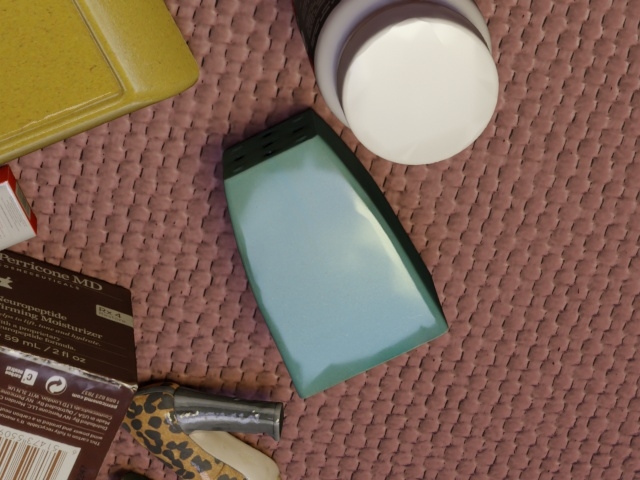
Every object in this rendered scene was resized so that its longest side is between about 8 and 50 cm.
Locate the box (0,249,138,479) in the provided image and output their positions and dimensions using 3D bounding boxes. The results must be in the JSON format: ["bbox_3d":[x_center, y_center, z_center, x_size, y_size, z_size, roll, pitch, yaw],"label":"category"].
[{"bbox_3d":[-0.293,0.140,1.734,0.169,0.203,0.167,18,113,-17],"label":"box"}]

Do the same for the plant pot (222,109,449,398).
[{"bbox_3d":[0.000,0.000,1.732,0.166,0.165,0.234,-25,110,5],"label":"plant pot"}]

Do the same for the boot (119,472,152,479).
[{"bbox_3d":[-0.204,0.387,1.942,0.179,0.085,0.236,-34,117,12],"label":"boot"}]

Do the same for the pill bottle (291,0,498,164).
[{"bbox_3d":[0.066,-0.187,1.570,0.161,0.283,0.161,-3,117,-6],"label":"pill bottle"}]

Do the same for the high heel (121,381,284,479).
[{"bbox_3d":[-0.139,0.269,1.904,0.186,0.093,0.261,7,122,4],"label":"high heel"}]

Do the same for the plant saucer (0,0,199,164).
[{"bbox_3d":[-0.324,-0.198,1.589,0.333,0.081,0.332,-21,126,8],"label":"plant saucer"}]

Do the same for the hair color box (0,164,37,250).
[{"bbox_3d":[-0.366,-0.015,1.735,0.141,0.043,0.072,-22,118,2],"label":"hair color box"}]
